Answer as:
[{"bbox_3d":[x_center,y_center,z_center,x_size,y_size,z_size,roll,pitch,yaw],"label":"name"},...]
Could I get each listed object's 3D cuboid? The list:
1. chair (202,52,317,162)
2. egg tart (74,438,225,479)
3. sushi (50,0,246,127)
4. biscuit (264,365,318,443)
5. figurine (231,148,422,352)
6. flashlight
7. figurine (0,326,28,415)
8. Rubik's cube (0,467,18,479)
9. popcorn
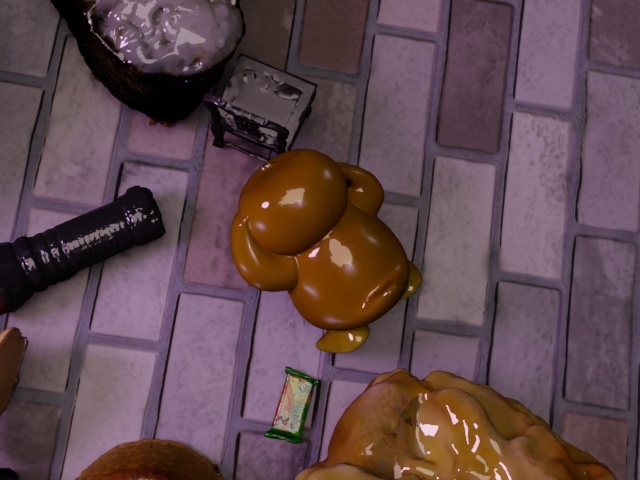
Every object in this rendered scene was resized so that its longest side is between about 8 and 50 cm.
[{"bbox_3d":[-0.068,-0.161,1.019,0.106,0.229,0.113,22,80,-2],"label":"chair"},{"bbox_3d":[-0.190,0.318,0.947,0.203,0.147,0.202,2,76,-8],"label":"egg tart"},{"bbox_3d":[-0.215,-0.326,1.053,0.234,0.207,0.348,-25,86,-18],"label":"sushi"},{"bbox_3d":[-0.033,0.202,1.054,0.046,0.016,0.089,17,77,-2],"label":"biscuit"},{"bbox_3d":[0.007,0.006,1.007,0.228,0.215,0.215,45,77,2],"label":"figurine"},{"bbox_3d":[-0.300,0.010,1.036,0.232,0.093,0.093,-24,82,-16],"label":"flashlight"},{"bbox_3d":[-0.476,0.127,0.932,0.257,0.181,0.208,20,55,-2],"label":"figurine"},{"bbox_3d":[-0.485,0.376,0.830,0.310,0.305,0.306,7,80,-7],"label":"Rubik's cube"},{"bbox_3d":[0.130,0.292,0.885,0.349,0.381,0.348,6,63,-13],"label":"popcorn"}]
